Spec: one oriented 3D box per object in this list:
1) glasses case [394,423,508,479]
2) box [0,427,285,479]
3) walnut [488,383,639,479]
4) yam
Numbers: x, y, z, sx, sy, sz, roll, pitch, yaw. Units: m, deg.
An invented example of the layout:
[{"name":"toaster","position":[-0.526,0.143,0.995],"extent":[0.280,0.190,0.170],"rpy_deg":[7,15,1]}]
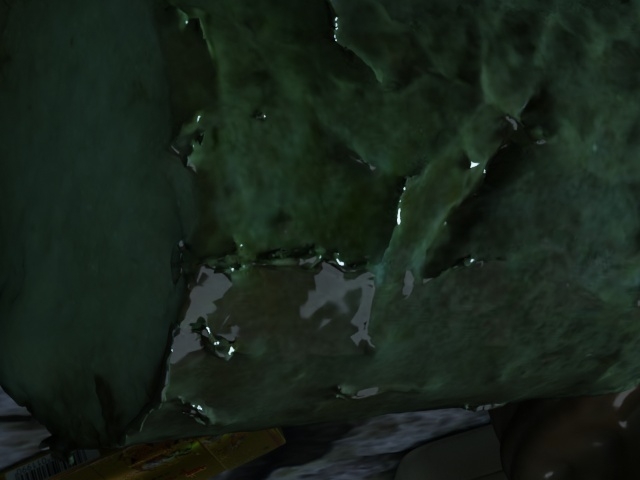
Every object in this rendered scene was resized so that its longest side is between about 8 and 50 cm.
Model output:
[{"name":"glasses case","position":[0.218,0.169,1.119],"extent":[0.336,0.076,0.144],"rpy_deg":[-15,149,-12]},{"name":"box","position":[-0.104,0.129,0.902],"extent":[0.156,0.022,0.089],"rpy_deg":[-23,150,2]},{"name":"walnut","position":[0.214,0.089,0.813],"extent":[0.227,0.273,0.273],"rpy_deg":[-23,159,-49]},{"name":"yam","position":[0.031,-0.030,0.566],"extent":[0.300,0.195,0.195],"rpy_deg":[-6,146,-27]}]
